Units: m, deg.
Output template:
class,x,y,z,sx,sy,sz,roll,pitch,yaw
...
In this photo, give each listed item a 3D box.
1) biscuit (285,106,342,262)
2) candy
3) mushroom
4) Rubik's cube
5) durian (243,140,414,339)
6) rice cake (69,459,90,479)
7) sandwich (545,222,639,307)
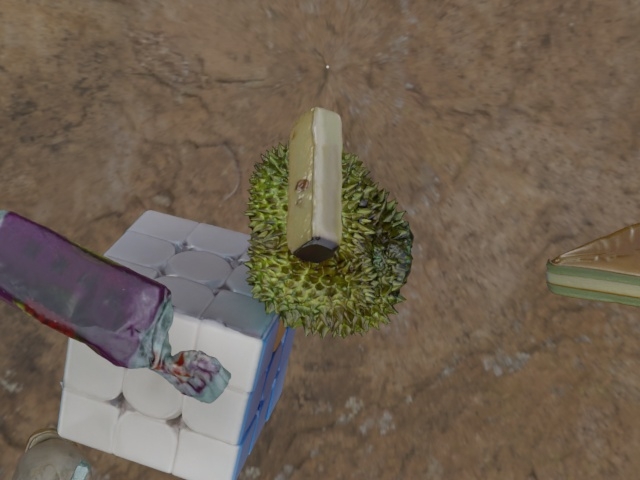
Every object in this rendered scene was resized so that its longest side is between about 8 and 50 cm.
class,x,y,z,sx,sy,sz,roll,pitch,yaw
biscuit,-0.004,-0.066,1.169,0.052,0.188,0.056,18,145,-28
candy,-0.117,0.023,0.490,0.175,0.045,0.043,29,69,4
mushroom,-0.424,0.380,1.640,0.128,0.350,0.128,-1,94,-13
Rubik's cube,-0.206,0.160,1.620,0.291,0.290,0.291,16,117,8
durian,-0.002,0.001,1.414,0.225,0.291,0.291,-23,99,28
rice cake,-0.340,0.348,1.393,0.022,0.022,0.121,27,99,-4
sandwich,0.357,0.052,1.197,0.163,0.079,0.113,-21,56,-2
